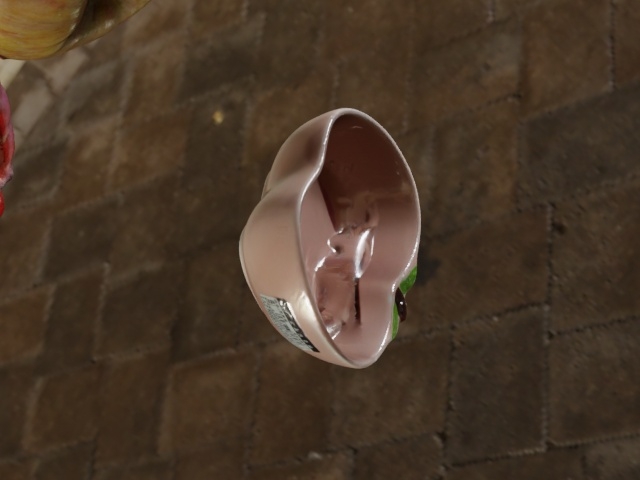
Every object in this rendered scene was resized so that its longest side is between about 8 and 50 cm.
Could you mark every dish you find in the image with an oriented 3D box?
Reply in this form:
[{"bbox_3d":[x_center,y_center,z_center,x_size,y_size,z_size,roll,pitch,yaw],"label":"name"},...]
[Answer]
[{"bbox_3d":[0.000,0.000,1.119,0.090,0.213,0.213,-3,61,31],"label":"dish"}]

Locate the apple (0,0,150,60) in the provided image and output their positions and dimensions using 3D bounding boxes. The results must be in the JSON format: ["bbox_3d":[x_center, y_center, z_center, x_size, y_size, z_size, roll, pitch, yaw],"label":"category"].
[{"bbox_3d":[-0.209,-0.256,1.015,0.261,0.194,0.261,-36,1,0],"label":"apple"}]

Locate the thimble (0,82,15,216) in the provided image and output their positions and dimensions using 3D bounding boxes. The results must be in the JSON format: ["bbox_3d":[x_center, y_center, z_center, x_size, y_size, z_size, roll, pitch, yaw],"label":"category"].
[{"bbox_3d":[-0.284,-0.067,0.810,0.125,0.189,0.163,16,66,22],"label":"thimble"}]
